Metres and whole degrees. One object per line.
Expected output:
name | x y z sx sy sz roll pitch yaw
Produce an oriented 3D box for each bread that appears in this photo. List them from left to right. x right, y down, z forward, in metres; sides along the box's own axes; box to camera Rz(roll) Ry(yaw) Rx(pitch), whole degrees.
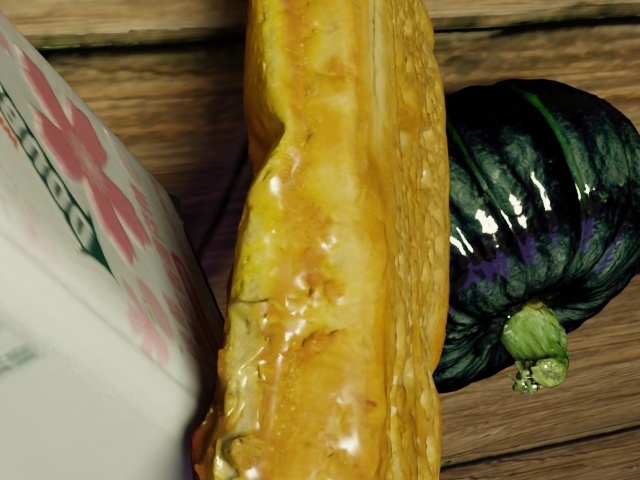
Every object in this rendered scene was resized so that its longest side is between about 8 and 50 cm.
bread | 0.002 0.000 0.629 0.077 0.271 0.139 -4 161 18

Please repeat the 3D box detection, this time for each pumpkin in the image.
pumpkin | 0.081 -0.001 0.816 0.194 0.150 0.194 -24 -175 2

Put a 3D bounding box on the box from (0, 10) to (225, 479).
box | -0.140 -0.009 0.583 0.112 0.190 0.370 -27 149 5
